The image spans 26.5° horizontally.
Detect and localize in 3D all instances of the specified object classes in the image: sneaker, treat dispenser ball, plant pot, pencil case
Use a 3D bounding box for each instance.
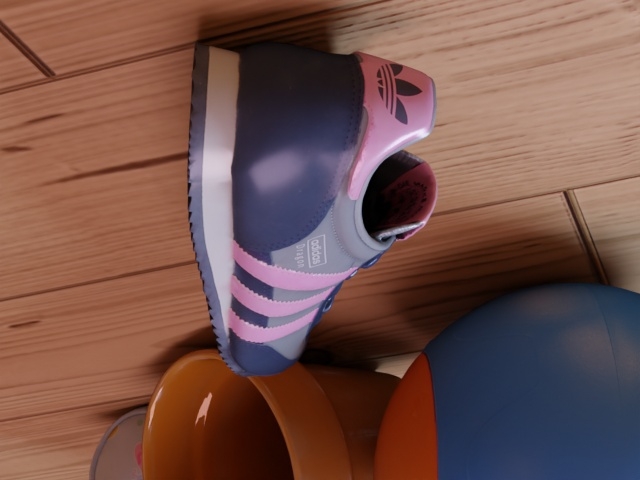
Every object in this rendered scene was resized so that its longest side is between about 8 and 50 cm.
[{"bbox_3d":[0.000,0.000,0.778,0.131,0.112,0.319,-1,157,1],"label":"sneaker"},{"bbox_3d":[0.181,0.174,0.974,0.288,0.288,0.288,-3,156,-1],"label":"treat dispenser ball"},{"bbox_3d":[-0.011,0.180,1.101,0.188,0.205,0.205,-5,162,-41],"label":"plant pot"},{"bbox_3d":[-0.097,0.240,1.288,0.124,0.113,0.273,-36,145,14],"label":"pencil case"}]
